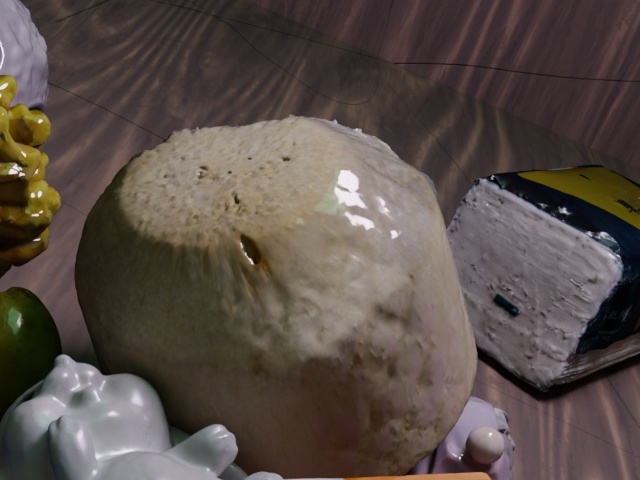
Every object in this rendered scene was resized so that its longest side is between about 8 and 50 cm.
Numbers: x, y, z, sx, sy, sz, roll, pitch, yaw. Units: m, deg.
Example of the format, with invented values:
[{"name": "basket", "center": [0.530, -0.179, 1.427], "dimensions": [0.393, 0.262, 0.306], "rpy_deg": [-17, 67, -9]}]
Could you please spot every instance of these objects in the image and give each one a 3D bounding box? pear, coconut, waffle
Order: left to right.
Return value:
[{"name": "waffle", "center": [-0.425, -0.048, 1.307], "dimensions": [0.261, 0.324, 0.151], "rpy_deg": [55, 17, -29]}, {"name": "pear", "center": [-0.310, 0.110, 1.316], "dimensions": [0.107, 0.107, 0.131], "rpy_deg": [-4, 75, -50]}, {"name": "coconut", "center": [-0.043, 0.081, 1.339], "dimensions": [0.415, 0.415, 0.345], "rpy_deg": [23, 50, -3]}]

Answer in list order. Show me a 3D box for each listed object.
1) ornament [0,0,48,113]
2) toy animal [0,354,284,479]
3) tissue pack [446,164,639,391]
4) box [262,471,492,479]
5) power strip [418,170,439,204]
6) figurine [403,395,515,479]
[{"name": "ornament", "center": [-0.482, -0.185, 1.506], "dimensions": [0.337, 0.337, 0.337], "rpy_deg": [21, 22, -9]}, {"name": "toy animal", "center": [-0.164, 0.226, 1.137], "dimensions": [0.249, 0.174, 0.289], "rpy_deg": [5, 28, -15]}, {"name": "tissue pack", "center": [0.386, 0.043, 1.999], "dimensions": [0.264, 0.253, 0.416], "rpy_deg": [37, 23, 28]}, {"name": "box", "center": [0.001, 0.309, 1.037], "dimensions": [0.341, 0.225, 0.143], "rpy_deg": [5, 31, -38]}, {"name": "power strip", "center": [0.000, 0.000, 1.685], "dimensions": [0.229, 0.261, 0.141], "rpy_deg": [20, 21, -8]}, {"name": "figurine", "center": [0.137, 0.270, 1.358], "dimensions": [0.133, 0.200, 0.276], "rpy_deg": [2, 44, 0]}]
